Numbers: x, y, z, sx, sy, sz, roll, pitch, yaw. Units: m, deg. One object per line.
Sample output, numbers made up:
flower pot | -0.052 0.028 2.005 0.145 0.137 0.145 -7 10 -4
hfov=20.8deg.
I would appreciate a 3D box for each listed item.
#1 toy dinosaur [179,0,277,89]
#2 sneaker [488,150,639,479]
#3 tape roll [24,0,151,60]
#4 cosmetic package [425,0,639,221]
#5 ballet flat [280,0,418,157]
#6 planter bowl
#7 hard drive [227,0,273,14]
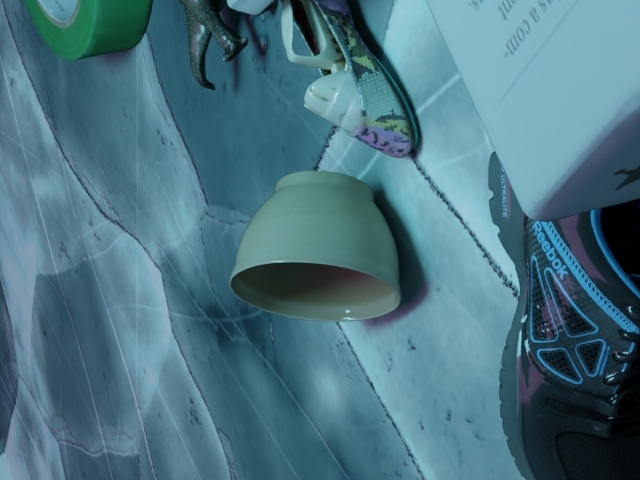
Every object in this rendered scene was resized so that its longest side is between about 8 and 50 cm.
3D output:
toy dinosaur | -0.117 -0.288 1.784 0.160 0.121 0.313 55 170 34
sneaker | 0.208 0.072 1.274 0.140 0.125 0.341 7 112 58
tape roll | -0.303 -0.385 2.133 0.321 0.077 0.321 42 140 50
cosmetic package | 0.214 -0.276 0.835 0.393 0.327 0.329 68 154 18
ballet flat | 0.011 -0.164 1.602 0.221 0.079 0.077 66 150 19
planter bowl | 0.000 0.000 1.651 0.162 0.162 0.109 140 140 -62
hard drive | -0.003 -0.335 1.486 0.307 0.040 0.203 153 127 -66
